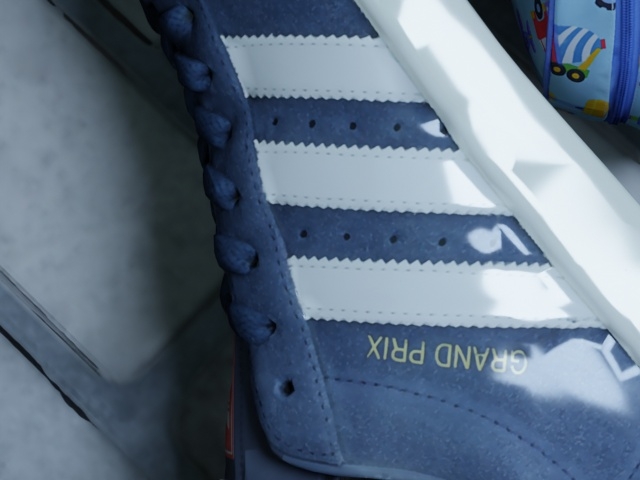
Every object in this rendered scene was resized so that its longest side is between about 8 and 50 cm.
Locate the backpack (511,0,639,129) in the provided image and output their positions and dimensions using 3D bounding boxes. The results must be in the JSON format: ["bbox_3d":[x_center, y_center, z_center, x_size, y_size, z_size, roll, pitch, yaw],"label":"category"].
[{"bbox_3d":[0.090,-0.111,0.397,0.117,0.158,0.173,0,94,7],"label":"backpack"}]

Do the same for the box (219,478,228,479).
[{"bbox_3d":[0.104,0.179,0.364,0.293,0.057,0.200,7,115,-1],"label":"box"}]

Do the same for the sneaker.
[{"bbox_3d":[0.000,0.000,0.410,0.148,0.131,0.350,-41,83,0],"label":"sneaker"}]
